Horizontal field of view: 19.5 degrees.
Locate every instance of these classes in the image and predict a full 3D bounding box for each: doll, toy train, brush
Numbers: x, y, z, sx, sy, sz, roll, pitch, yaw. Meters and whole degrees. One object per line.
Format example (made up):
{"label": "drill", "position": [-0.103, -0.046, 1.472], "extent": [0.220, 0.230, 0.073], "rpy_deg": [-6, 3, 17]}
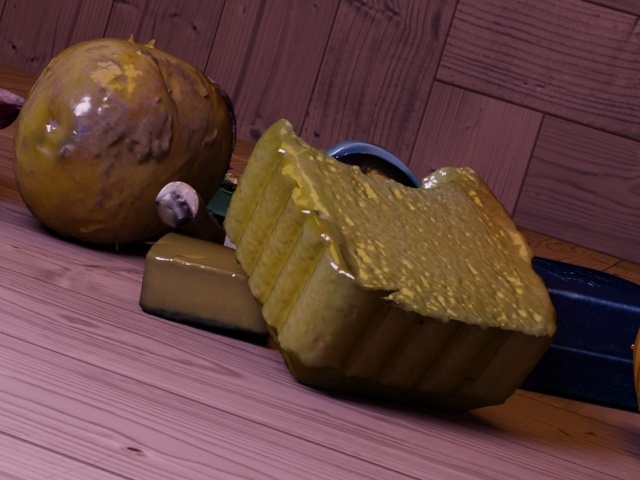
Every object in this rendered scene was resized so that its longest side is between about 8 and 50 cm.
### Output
{"label": "doll", "position": [0.062, -0.027, 2.287], "extent": [0.177, 0.141, 0.314], "rpy_deg": [56, 7, -17]}
{"label": "toy train", "position": [-0.085, -0.032, 2.285], "extent": [0.172, 0.070, 0.099], "rpy_deg": [21, -2, 37]}
{"label": "brush", "position": [-0.089, 0.039, 1.645], "extent": [0.123, 0.059, 0.197], "rpy_deg": [13, 5, 1]}

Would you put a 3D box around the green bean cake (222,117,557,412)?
{"label": "green bean cake", "position": [0.052, 0.024, 1.524], "extent": [0.236, 0.124, 0.233], "rpy_deg": [13, 35, -30]}

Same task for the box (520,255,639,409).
{"label": "box", "position": [0.255, 0.087, 1.927], "extent": [0.279, 0.116, 0.261], "rpy_deg": [11, 8, -28]}

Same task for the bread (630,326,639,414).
{"label": "bread", "position": [0.431, 0.121, 1.618], "extent": [0.315, 0.211, 0.270], "rpy_deg": [15, 7, 6]}

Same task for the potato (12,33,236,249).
{"label": "potato", "position": [-0.210, -0.099, 1.858], "extent": [0.229, 0.229, 0.266], "rpy_deg": [17, 9, 4]}

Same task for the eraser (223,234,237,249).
{"label": "eraser", "position": [0.000, 0.000, 1.931], "extent": [0.081, 0.124, 0.279], "rpy_deg": [20, 7, 25]}

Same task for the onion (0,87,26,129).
{"label": "onion", "position": [-0.430, -0.124, 1.916], "extent": [0.247, 0.111, 0.250], "rpy_deg": [14, 2, 20]}

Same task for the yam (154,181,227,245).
{"label": "yam", "position": [-0.124, -0.016, 1.868], "extent": [0.045, 0.045, 0.327], "rpy_deg": [24, -4, 5]}

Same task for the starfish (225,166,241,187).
{"label": "starfish", "position": [-0.239, -0.089, 2.403], "extent": [0.302, 0.060, 0.299], "rpy_deg": [10, 1, -11]}
